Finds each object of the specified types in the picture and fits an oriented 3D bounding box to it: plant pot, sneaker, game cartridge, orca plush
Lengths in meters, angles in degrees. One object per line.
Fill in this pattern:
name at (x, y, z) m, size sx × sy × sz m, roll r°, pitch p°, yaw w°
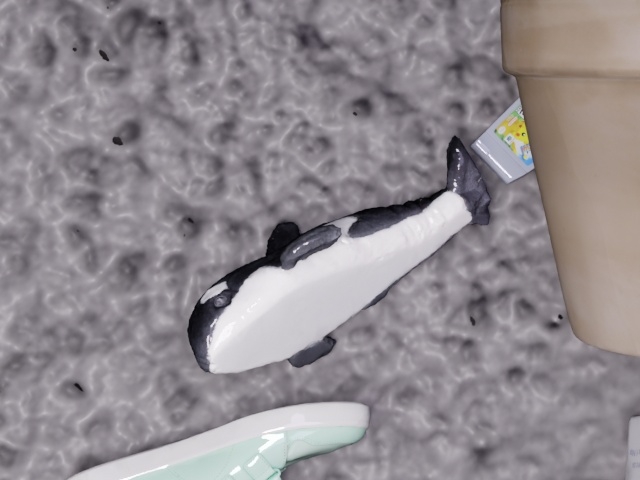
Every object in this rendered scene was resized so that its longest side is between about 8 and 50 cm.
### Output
plant pot at (0.302, -0.057, 1.169) m, size 0.323 × 0.323 × 0.280 m, roll -1°, pitch 98°, yaw -7°
sneaker at (-0.065, 0.223, 1.159) m, size 0.256 × 0.094 × 0.151 m, roll -19°, pitch 78°, yaw 0°
game cartridge at (0.179, -0.092, 1.281) m, size 0.056 × 0.017 × 0.083 m, roll 45°, pitch 79°, yaw -2°
orca plush at (0.000, 0.000, 1.203) m, size 0.287 × 0.151 × 0.102 m, roll -39°, pitch 56°, yaw -8°

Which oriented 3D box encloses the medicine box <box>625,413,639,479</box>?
medicine box at (0.387, 0.292, 1.178) m, size 0.263 × 0.149 × 0.289 m, roll 7°, pitch 81°, yaw -6°
